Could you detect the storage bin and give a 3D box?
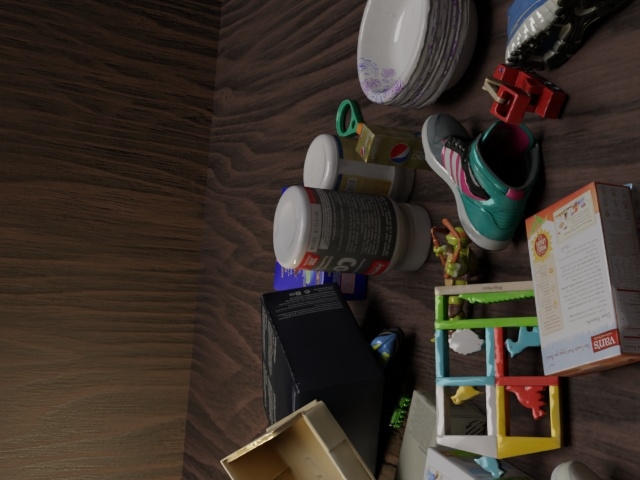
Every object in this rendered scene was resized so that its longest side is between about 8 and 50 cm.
[{"bbox_3d":[-0.019,0.453,1.529,0.262,0.123,0.260,56,143,6],"label":"storage bin"}]

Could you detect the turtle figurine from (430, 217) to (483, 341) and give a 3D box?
[{"bbox_3d":[0.239,0.067,1.469,0.269,0.087,0.217,-85,-1,-85],"label":"turtle figurine"}]

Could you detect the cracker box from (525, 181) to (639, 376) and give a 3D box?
[{"bbox_3d":[0.359,0.057,1.131,0.156,0.067,0.232,141,131,-61],"label":"cracker box"}]

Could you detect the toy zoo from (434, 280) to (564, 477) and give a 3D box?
[{"bbox_3d":[0.270,0.211,1.283,0.192,0.030,0.293,-6,77,27],"label":"toy zoo"}]

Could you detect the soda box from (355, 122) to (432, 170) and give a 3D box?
[{"bbox_3d":[0.162,-0.173,1.579,0.061,0.181,0.058,-123,44,-56],"label":"soda box"}]

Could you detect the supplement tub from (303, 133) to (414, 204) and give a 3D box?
[{"bbox_3d":[0.079,-0.140,1.746,0.144,0.200,0.144,-174,90,-67],"label":"supplement tub"}]

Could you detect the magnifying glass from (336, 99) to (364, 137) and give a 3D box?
[{"bbox_3d":[0.085,-0.273,1.993,0.231,0.026,0.092,-131,51,-59],"label":"magnifying glass"}]

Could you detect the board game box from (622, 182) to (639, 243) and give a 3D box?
[{"bbox_3d":[0.403,0.005,1.160,0.103,0.026,0.154,166,108,-67],"label":"board game box"}]

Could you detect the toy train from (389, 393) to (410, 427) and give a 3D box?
[{"bbox_3d":[0.158,0.341,1.678,0.017,0.024,0.083,-121,42,-55],"label":"toy train"}]

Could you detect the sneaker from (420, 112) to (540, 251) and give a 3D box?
[{"bbox_3d":[0.266,-0.148,1.393,0.178,0.124,0.295,113,145,-46],"label":"sneaker"}]

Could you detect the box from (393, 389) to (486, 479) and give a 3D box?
[{"bbox_3d":[0.198,0.409,1.474,0.113,0.094,0.275,-139,57,-64],"label":"box"}]

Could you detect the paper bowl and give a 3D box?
[{"bbox_3d":[0.192,-0.391,1.602,0.284,0.148,0.284,-175,90,-68],"label":"paper bowl"}]

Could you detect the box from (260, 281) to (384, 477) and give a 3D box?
[{"bbox_3d":[-0.006,0.323,1.779,0.312,0.179,0.343,-115,22,-52],"label":"box"}]

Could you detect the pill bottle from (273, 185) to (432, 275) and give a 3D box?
[{"bbox_3d":[0.064,-0.014,1.645,0.161,0.283,0.161,-175,90,-67],"label":"pill bottle"}]

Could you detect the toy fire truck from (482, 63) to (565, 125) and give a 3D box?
[{"bbox_3d":[0.304,-0.232,1.312,0.192,0.135,0.047,-120,42,-54],"label":"toy fire truck"}]

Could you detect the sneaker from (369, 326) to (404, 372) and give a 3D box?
[{"bbox_3d":[0.133,0.226,1.722,0.067,0.078,0.188,49,158,11],"label":"sneaker"}]

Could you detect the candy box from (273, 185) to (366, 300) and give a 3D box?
[{"bbox_3d":[0.000,0.000,2.010,0.317,0.122,0.268,-175,89,-66],"label":"candy box"}]

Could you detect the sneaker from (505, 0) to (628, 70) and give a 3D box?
[{"bbox_3d":[0.364,-0.389,1.216,0.330,0.130,0.147,136,132,-58],"label":"sneaker"}]

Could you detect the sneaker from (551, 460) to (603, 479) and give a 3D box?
[{"bbox_3d":[0.396,0.366,1.014,0.292,0.110,0.118,52,125,48],"label":"sneaker"}]

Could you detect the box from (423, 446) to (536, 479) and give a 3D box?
[{"bbox_3d":[0.256,0.405,1.306,0.203,0.114,0.103,-163,80,-68],"label":"box"}]
